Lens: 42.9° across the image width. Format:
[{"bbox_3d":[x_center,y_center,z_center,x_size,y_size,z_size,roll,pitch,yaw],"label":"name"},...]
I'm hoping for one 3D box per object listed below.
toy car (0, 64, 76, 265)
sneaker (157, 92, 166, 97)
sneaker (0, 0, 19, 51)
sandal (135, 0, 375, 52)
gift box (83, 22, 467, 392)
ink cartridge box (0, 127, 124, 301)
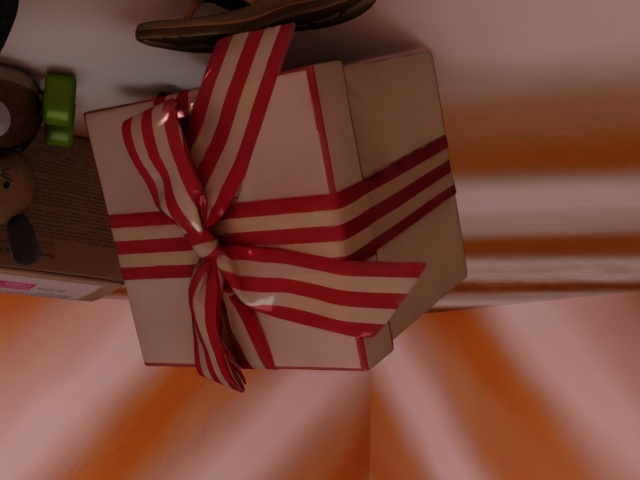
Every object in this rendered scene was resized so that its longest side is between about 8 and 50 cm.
[{"bbox_3d":[-0.332,-0.070,0.815,0.155,0.188,0.149,4,170,-16],"label":"toy car"},{"bbox_3d":[-0.141,-0.123,0.856,0.170,0.075,0.063,-17,-161,-10],"label":"sneaker"},{"bbox_3d":[-0.286,-0.192,0.526,0.097,0.084,0.235,24,173,12],"label":"sneaker"},{"bbox_3d":[-0.049,-0.176,0.604,0.180,0.049,0.072,-14,-179,1],"label":"sandal"},{"bbox_3d":[-0.020,-0.039,0.683,0.276,0.255,0.258,-10,-170,34],"label":"gift box"},{"bbox_3d":[-0.357,-0.037,0.963,0.234,0.193,0.088,12,152,-44],"label":"ink cartridge box"}]
